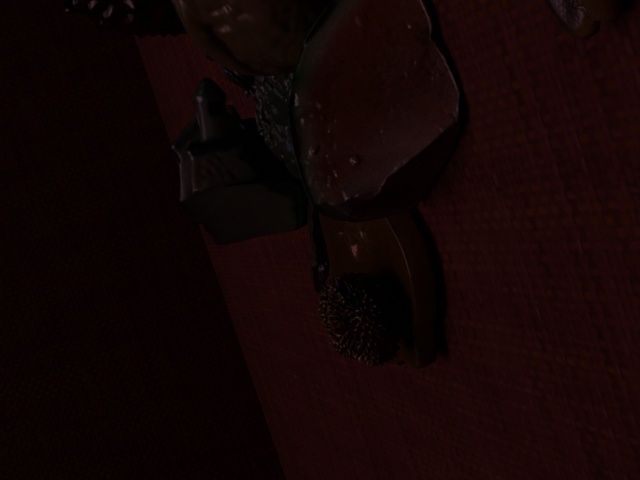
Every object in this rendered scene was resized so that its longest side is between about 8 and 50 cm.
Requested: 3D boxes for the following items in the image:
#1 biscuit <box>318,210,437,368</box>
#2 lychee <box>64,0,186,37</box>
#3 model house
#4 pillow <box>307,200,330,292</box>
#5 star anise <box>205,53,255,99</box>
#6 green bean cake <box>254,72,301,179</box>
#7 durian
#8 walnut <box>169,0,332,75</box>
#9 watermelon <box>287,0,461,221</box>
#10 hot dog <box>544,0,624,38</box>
[{"bbox_3d":[0.104,0.041,1.787,0.385,0.062,0.365,-137,33,-56],"label":"biscuit"},{"bbox_3d":[-0.316,-0.557,1.801,0.500,0.424,0.425,-41,66,40],"label":"lychee"},{"bbox_3d":[-0.171,-0.174,2.077,0.298,0.243,0.284,75,-179,-69],"label":"model house"},{"bbox_3d":[0.000,0.000,2.062,0.248,0.049,0.135,89,178,-61],"label":"pillow"},{"bbox_3d":[-0.162,-0.407,2.068,0.359,0.139,0.316,56,173,-5],"label":"star anise"},{"bbox_3d":[-0.024,-0.235,1.720,0.227,0.125,0.223,49,141,46],"label":"green bean cake"},{"bbox_3d":[0.064,0.123,1.683,0.158,0.137,0.168,24,144,39],"label":"durian"},{"bbox_3d":[-0.090,-0.387,1.511,0.277,0.252,0.313,-8,136,36],"label":"walnut"},{"bbox_3d":[0.047,-0.185,1.436,0.292,0.222,0.319,64,164,7],"label":"watermelon"},{"bbox_3d":[0.243,-0.266,0.969,0.140,0.060,0.090,60,159,11],"label":"hot dog"}]
